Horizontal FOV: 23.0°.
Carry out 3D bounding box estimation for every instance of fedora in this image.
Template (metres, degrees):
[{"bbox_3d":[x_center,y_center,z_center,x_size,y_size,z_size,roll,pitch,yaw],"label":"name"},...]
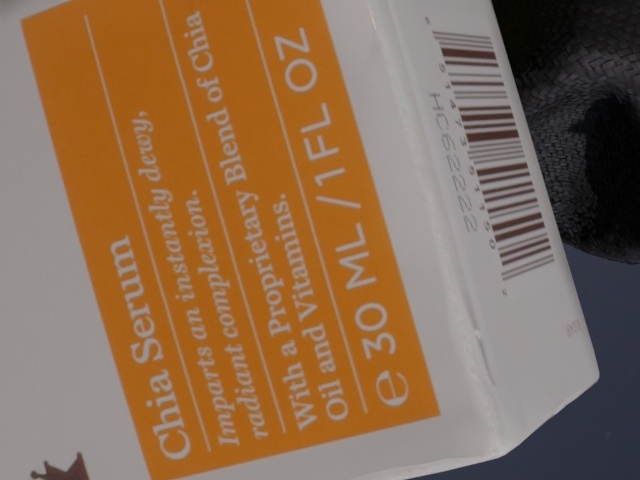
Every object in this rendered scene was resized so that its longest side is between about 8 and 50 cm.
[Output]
[{"bbox_3d":[0.157,-0.086,0.820,0.152,0.334,0.334,-67,-172,-19],"label":"fedora"}]

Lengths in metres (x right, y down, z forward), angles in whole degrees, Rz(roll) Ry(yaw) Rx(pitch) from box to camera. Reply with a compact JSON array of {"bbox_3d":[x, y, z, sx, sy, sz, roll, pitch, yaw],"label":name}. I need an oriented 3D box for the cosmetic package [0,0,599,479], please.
[{"bbox_3d":[-0.133,0.021,0.710,0.453,0.230,0.161,-17,178,23],"label":"cosmetic package"}]
